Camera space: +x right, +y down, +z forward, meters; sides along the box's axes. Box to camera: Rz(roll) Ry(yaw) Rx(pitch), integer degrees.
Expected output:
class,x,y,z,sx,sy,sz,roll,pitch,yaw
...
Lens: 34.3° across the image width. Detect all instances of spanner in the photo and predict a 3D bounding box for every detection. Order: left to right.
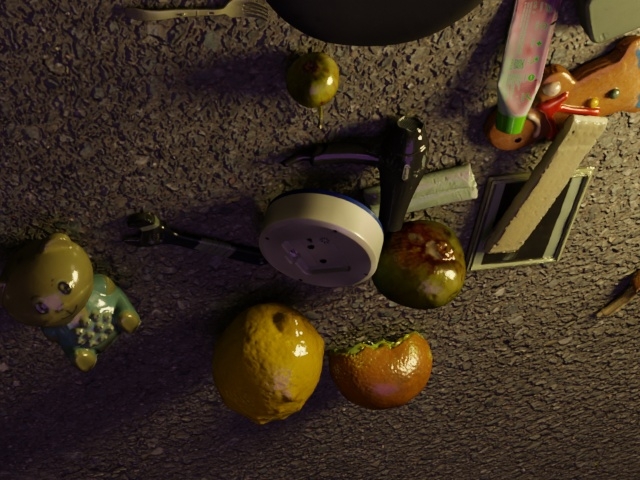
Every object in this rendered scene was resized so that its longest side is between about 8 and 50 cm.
class,x,y,z,sx,sy,sz,roll,pitch,yaw
spanner,-0.234,0.010,2.000,0.315,0.024,0.087,15,133,-33

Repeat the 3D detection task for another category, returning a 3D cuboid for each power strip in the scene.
class,x,y,z,sx,sy,sz,roll,pitch,yaw
power strip,0.546,-0.443,1.691,0.265,0.059,0.194,-21,144,7

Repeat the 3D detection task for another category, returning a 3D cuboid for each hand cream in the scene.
class,x,y,z,sx,sy,sz,roll,pitch,yaw
hand cream,0.348,-0.311,1.780,0.079,0.050,0.275,-22,134,-33

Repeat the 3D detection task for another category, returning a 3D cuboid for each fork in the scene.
class,x,y,z,sx,sy,sz,roll,pitch,yaw
fork,-0.190,-0.351,1.596,0.219,0.028,0.034,-3,146,-9

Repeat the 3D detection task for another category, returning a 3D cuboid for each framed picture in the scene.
class,x,y,z,sx,sy,sz,roll,pitch,yaw
framed picture,0.428,-0.037,2.159,0.231,0.018,0.293,-6,140,-11

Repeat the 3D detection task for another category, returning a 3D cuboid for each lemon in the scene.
class,x,y,z,sx,sy,sz,roll,pitch,yaw
lemon,-0.109,0.251,2.158,0.233,0.233,0.288,8,135,-26

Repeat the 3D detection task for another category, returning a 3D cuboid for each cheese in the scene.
class,x,y,z,sx,sy,sz,roll,pitch,yaw
cheese,0.432,-0.100,2.024,0.085,0.034,0.400,3,142,-21

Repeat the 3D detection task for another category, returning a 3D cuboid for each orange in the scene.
class,x,y,z,sx,sy,sz,roll,pitch,yaw
orange,0.140,0.303,2.353,0.237,0.158,0.179,-5,156,-14

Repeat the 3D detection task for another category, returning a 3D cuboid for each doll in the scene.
class,x,y,z,sx,sy,sz,roll,pitch,yaw
doll,-0.474,0.103,1.922,0.177,0.161,0.261,-40,140,-1

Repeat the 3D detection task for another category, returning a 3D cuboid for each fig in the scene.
class,x,y,z,sx,sy,sz,roll,pitch,yaw
fig,-0.023,-0.246,1.732,0.093,0.093,0.166,-1,157,-16
fig,0.188,0.053,2.064,0.181,0.181,0.191,21,152,-35

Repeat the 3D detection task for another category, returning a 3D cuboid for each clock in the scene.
class,x,y,z,sx,sy,sz,roll,pitch,yaw
clock,0.000,0.000,1.953,0.230,0.083,0.230,12,147,8

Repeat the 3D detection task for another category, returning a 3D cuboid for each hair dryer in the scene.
class,x,y,z,sx,sy,sz,roll,pitch,yaw
hair dryer,0.055,-0.127,1.896,0.271,0.091,0.236,7,127,-5

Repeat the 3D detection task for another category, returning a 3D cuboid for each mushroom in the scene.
class,x,y,z,sx,sy,sz,roll,pitch,yaw
mushroom,0.717,0.132,2.421,0.060,0.061,0.187,5,141,-30

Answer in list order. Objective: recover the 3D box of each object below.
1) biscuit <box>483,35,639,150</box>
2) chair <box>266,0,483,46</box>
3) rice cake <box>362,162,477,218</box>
class,x,y,z,sx,sy,sz,roll,pitch,yaw
biscuit,0.457,-0.246,1.907,0.324,0.049,0.205,-18,141,6
chair,0.039,-0.464,1.232,0.364,0.410,0.362,6,136,-24
rice cake,0.192,-0.094,1.998,0.221,0.042,0.080,-13,135,1
